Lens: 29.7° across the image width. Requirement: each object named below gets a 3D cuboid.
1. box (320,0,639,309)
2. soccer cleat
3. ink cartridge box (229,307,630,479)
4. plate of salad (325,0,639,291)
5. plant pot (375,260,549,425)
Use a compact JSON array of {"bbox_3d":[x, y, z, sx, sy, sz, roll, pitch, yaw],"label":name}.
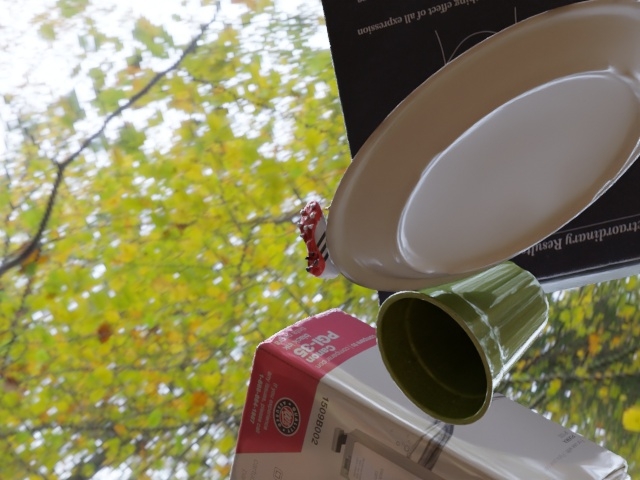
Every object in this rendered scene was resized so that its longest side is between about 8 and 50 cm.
[{"bbox_3d":[0.188,-0.144,1.199,0.293,0.212,0.396,-13,-98,21],"label":"box"},{"bbox_3d":[0.000,0.000,1.177,0.029,0.035,0.083,-34,-128,38],"label":"soccer cleat"},{"bbox_3d":[0.072,0.211,0.959,0.283,0.117,0.207,26,-64,30],"label":"ink cartridge box"},{"bbox_3d":[0.088,-0.046,0.595,0.200,0.199,0.048,-46,-124,22],"label":"plate of salad"},{"bbox_3d":[0.088,0.050,0.692,0.083,0.079,0.083,28,-47,34],"label":"plant pot"}]
